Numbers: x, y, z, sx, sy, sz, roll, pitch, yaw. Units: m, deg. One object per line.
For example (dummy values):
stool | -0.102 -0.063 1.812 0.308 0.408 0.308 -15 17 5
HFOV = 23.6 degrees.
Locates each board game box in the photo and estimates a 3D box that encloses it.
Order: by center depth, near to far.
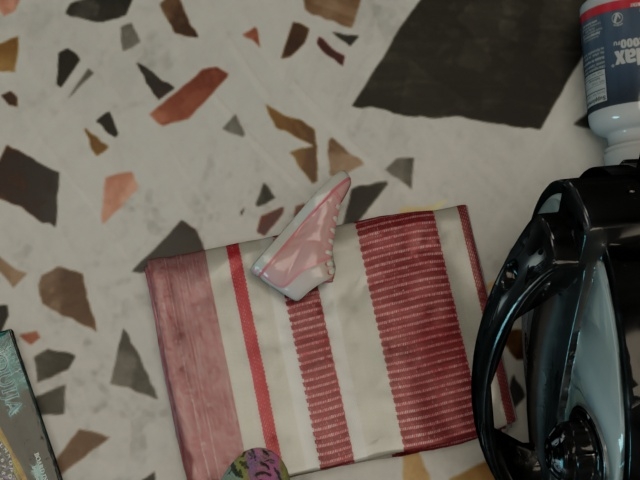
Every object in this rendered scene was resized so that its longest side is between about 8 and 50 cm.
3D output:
board game box | -0.324 0.192 1.463 0.126 0.026 0.186 -19 83 -8

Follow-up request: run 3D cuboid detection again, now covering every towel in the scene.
towel | 0.010 0.104 1.502 0.329 0.037 0.237 -10 80 -8

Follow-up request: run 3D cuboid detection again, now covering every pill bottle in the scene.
pill bottle | 0.319 -0.153 1.530 0.108 0.108 0.180 -3 82 -5

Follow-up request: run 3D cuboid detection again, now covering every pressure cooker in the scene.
pressure cooker | 0.342 0.102 1.357 0.420 0.375 0.370 -5 84 -6

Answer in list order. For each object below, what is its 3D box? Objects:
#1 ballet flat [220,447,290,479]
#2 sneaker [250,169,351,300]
ballet flat | -0.078 0.289 1.347 0.077 0.079 0.221 21 79 1
sneaker | 0.000 0.000 1.480 0.070 0.051 0.134 40 80 2
